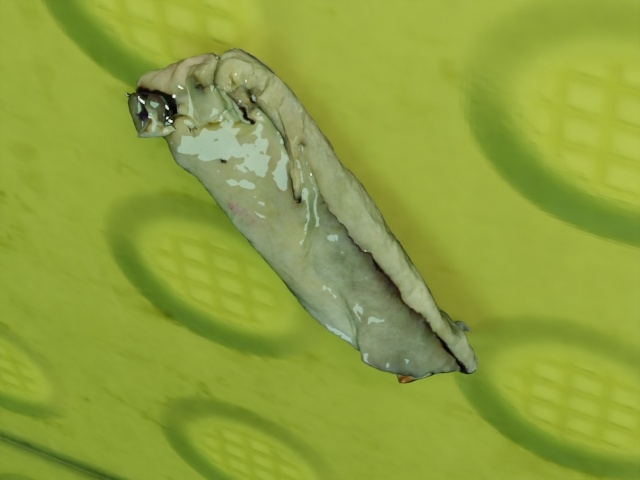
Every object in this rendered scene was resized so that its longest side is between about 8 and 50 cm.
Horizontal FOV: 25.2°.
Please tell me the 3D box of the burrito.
[{"bbox_3d":[0.001,-0.002,0.512,0.051,0.042,0.171,-10,129,41],"label":"burrito"}]
